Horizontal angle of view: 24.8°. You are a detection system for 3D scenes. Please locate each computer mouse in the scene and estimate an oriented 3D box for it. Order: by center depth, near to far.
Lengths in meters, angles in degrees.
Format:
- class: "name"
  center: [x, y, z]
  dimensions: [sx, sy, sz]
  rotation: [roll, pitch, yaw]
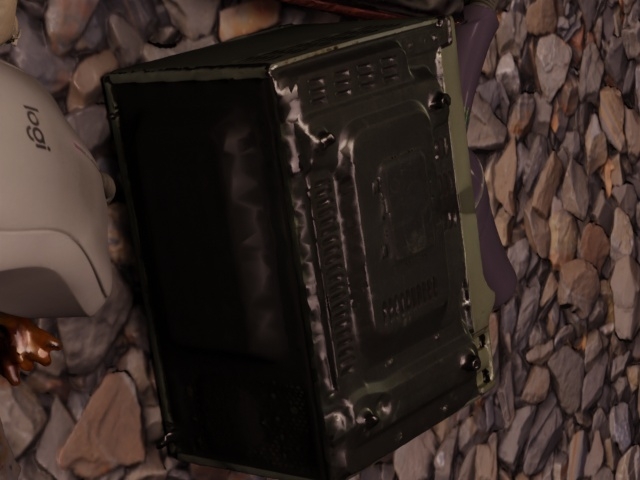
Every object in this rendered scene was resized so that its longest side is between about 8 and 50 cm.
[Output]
- class: "computer mouse"
  center: [-0.218, -0.046, 1.004]
  dimensions: [0.297, 0.121, 0.184]
  rotation: [25, 40, -63]

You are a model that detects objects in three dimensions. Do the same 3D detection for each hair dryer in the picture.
- class: "hair dryer"
  center: [0.163, -0.130, 1.553]
  dimensions: [0.301, 0.121, 0.361]
  rotation: [50, 51, -50]

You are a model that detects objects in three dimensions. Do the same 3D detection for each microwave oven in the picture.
- class: "microwave oven"
  center: [0.000, 0.000, 1.265]
  dimensions: [0.286, 0.218, 0.355]
  rotation: [-23, 110, -48]

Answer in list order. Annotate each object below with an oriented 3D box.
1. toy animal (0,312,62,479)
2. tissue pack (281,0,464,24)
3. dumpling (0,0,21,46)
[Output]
- class: "toy animal"
  center: [-0.313, 0.049, 1.006]
  dimensions: [0.302, 0.225, 0.284]
  rotation: [4, 69, -63]
- class: "tissue pack"
  center: [0.021, -0.328, 1.338]
  dimensions: [0.332, 0.123, 0.245]
  rotation: [3, 89, -50]
- class: "dumpling"
  center: [-0.280, -0.185, 1.005]
  dimensions: [0.199, 0.118, 0.136]
  rotation: [-18, 90, -70]
